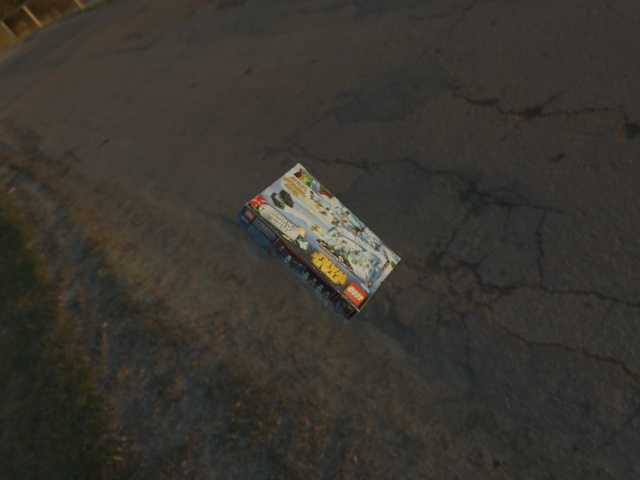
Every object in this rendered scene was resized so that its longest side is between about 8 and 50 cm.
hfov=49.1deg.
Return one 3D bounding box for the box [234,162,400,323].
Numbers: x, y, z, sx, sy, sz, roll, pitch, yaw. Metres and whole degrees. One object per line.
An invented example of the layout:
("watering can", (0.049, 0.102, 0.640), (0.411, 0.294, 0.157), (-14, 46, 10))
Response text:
("box", (0.000, 0.000, 0.645), (0.027, 0.137, 0.094), (-48, -3, 42))
